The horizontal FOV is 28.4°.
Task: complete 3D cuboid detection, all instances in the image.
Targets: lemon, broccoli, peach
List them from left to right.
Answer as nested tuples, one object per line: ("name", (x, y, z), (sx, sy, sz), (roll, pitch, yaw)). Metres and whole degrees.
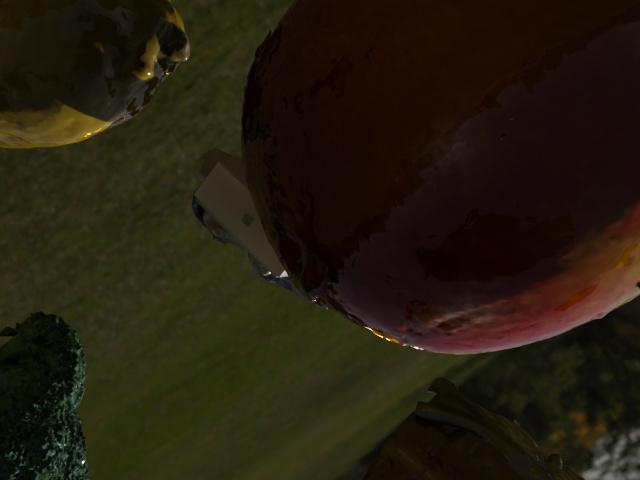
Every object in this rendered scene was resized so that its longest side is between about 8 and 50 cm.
("broccoli", (-0.298, 0.159, 0.963), (0.269, 0.269, 0.254), (-24, 180, -37))
("lemon", (-0.306, -0.223, 1.299), (0.285, 0.316, 0.285), (-17, 120, -31))
("peach", (0.114, -0.090, 0.912), (0.370, 0.370, 0.370), (-31, 169, -7))

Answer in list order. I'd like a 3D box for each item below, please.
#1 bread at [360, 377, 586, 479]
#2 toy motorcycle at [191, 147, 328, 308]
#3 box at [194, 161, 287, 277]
("bread", (0.125, 0.230, 0.707), (0.185, 0.274, 0.114), (-53, 163, 8))
("toy motorcycle", (0.000, 0.000, 1.502), (0.108, 0.340, 0.223), (-60, 175, -29))
("box", (-0.048, -0.021, 1.327), (0.051, 0.129, 0.130), (-53, 162, 16))
